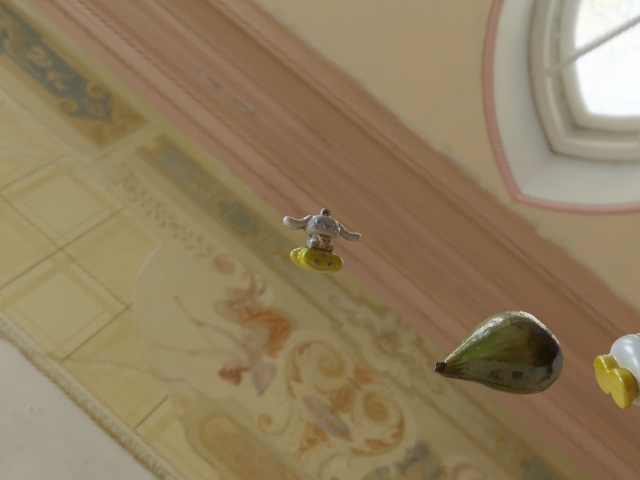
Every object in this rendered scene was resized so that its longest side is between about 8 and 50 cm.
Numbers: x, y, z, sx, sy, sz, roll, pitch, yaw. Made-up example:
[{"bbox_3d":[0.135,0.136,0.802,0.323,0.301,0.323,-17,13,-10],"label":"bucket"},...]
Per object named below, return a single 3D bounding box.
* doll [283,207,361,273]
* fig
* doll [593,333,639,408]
[{"bbox_3d":[0.007,0.002,1.566,0.135,0.071,0.113,-11,-97,-21],"label":"doll"},{"bbox_3d":[0.272,0.169,1.347,0.184,0.126,0.133,4,-127,-38],"label":"fig"},{"bbox_3d":[0.542,0.158,1.239,0.314,0.141,0.177,-13,-162,-4],"label":"doll"}]
